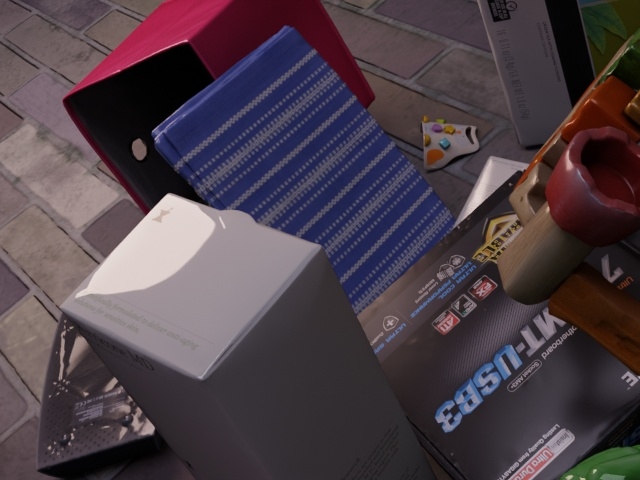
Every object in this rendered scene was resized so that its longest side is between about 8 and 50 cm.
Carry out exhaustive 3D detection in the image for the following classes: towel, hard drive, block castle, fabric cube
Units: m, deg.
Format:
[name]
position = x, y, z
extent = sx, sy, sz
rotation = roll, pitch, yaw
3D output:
[towel]
position = -0.008, -0.061, 1.176
extent = 0.243, 0.336, 0.040
rotation = -45, 10, -28
[hard drive]
position = -0.261, 0.172, 1.267
extent = 0.172, 0.054, 0.254
rotation = -19, 41, 11
[block castle]
position = 0.378, -0.070, 0.890
extent = 0.303, 0.213, 0.453
rotation = 37, 50, 5
[fabric cube]
position = -0.129, -0.190, 1.354
extent = 0.259, 0.254, 0.258
rotation = -13, 32, 39

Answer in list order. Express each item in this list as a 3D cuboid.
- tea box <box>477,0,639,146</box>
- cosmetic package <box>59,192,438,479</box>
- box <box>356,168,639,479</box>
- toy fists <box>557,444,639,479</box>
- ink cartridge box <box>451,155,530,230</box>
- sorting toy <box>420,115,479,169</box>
[tea box]
position = 0.364, -0.322, 1.220
extent = 0.324, 0.329, 0.220
rotation = -8, 44, 22
[cosmetic package]
position = -0.048, 0.149, 0.933
extent = 0.197, 0.365, 0.155
rotation = 18, 58, 41
[box]
position = 0.204, 0.105, 1.030
extent = 0.295, 0.073, 0.293
rotation = -41, 47, -5
[toy fists]
position = 0.250, 0.231, 0.750
extent = 0.096, 0.279, 0.142
rotation = -44, 56, -3
[ink cartridge box]
position = 0.229, 0.021, 1.171
extent = 0.181, 0.056, 0.224
rotation = 19, 77, 41
[sorting toy]
position = 0.174, -0.138, 1.365
extent = 0.075, 0.045, 0.083
rotation = -1, 44, 1
